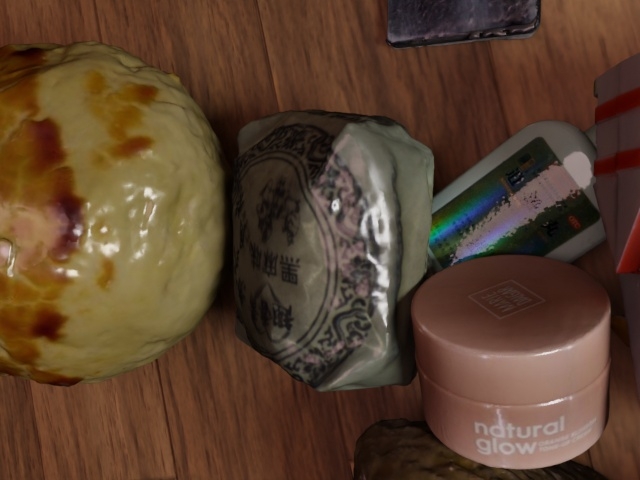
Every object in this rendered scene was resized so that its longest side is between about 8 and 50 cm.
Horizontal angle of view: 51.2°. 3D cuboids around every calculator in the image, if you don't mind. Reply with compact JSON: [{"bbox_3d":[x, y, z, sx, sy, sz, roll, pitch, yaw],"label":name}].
[{"bbox_3d":[0.142,-0.329,0.668,0.161,0.021,0.262,3,91,29],"label":"calculator"}]

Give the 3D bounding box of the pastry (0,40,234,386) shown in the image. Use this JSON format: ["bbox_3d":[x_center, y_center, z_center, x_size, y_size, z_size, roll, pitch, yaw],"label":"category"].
[{"bbox_3d":[-0.287,-0.028,0.727,0.388,0.312,0.389,-1,88,30],"label":"pastry"}]

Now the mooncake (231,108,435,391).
[{"bbox_3d":[-0.004,0.000,0.635,0.254,0.136,0.250,13,102,57],"label":"mooncake"}]

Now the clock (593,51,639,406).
[{"bbox_3d":[0.317,0.032,0.464,0.235,0.166,0.310,1,90,0],"label":"clock"}]

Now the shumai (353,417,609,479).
[{"bbox_3d":[0.140,0.323,0.555,0.346,0.217,0.283,32,104,22],"label":"shumai"}]

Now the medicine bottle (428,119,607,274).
[{"bbox_3d":[0.197,-0.035,0.601,0.228,0.083,0.121,-38,77,22],"label":"medicine bottle"}]

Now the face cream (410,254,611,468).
[{"bbox_3d":[0.150,0.090,0.530,0.149,0.149,0.104,3,118,28],"label":"face cream"}]
